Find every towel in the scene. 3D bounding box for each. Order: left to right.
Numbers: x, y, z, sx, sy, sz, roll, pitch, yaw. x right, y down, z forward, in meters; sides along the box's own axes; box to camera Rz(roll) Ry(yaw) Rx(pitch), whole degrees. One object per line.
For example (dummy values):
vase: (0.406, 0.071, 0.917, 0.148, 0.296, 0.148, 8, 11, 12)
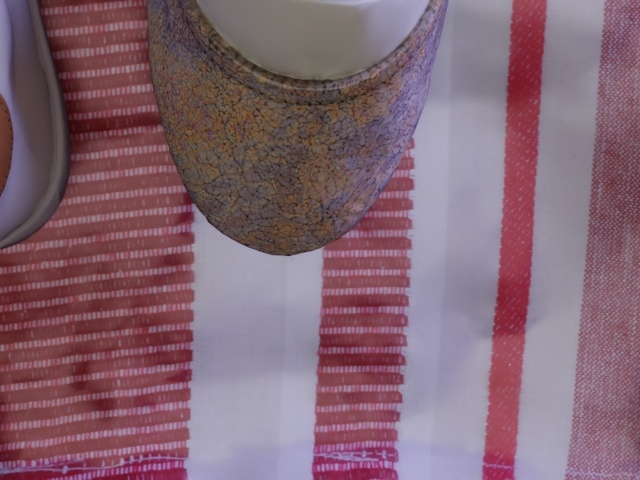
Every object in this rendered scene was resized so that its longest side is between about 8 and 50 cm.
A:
towel: (0.000, 0.000, 0.540, 0.329, 0.037, 0.237, 0, 102, -2)

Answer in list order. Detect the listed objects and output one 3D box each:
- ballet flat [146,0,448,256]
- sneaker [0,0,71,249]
ballet flat: (0.003, -0.148, 0.449, 0.107, 0.106, 0.316, 8, 94, -1)
sneaker: (-0.148, -0.137, 0.444, 0.106, 0.123, 0.290, -18, 90, 3)
